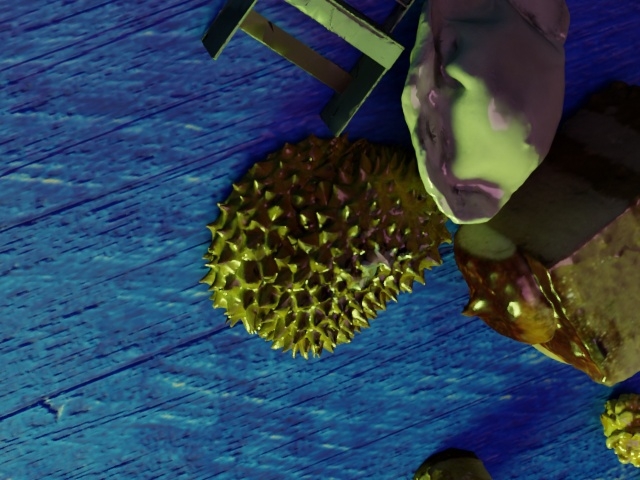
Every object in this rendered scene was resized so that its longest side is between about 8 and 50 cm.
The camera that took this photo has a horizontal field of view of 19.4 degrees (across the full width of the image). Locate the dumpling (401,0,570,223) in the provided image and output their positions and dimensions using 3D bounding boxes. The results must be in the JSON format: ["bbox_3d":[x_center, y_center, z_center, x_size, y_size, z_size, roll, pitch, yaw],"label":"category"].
[{"bbox_3d":[0.145,-0.134,1.712,0.162,0.132,0.250,24,73,-18],"label":"dumpling"}]

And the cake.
[{"bbox_3d":[0.265,0.013,1.779,0.293,0.196,0.199,-37,126,-11],"label":"cake"}]

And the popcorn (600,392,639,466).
[{"bbox_3d":[0.330,0.202,1.969,0.057,0.083,0.082,-19,145,18],"label":"popcorn"}]

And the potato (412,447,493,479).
[{"bbox_3d":[0.142,0.277,1.917,0.066,0.103,0.096,8,108,-26],"label":"potato"}]

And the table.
[{"bbox_3d":[0.004,-0.206,1.681,0.146,0.062,0.175,30,102,-28],"label":"table"}]

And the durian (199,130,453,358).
[{"bbox_3d":[0.007,0.009,1.739,0.249,0.138,0.183,-41,128,7],"label":"durian"}]
